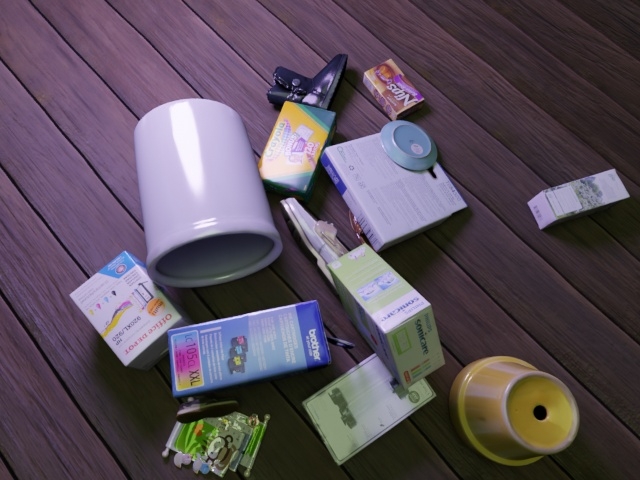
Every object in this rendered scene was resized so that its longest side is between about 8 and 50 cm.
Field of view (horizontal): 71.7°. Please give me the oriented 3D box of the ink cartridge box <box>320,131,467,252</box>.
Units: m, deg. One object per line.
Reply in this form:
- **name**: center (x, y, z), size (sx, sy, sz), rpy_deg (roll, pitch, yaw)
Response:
- **ink cartridge box**: center (0.215, -0.164, 1.288), size (0.329, 0.071, 0.324), rpy_deg (-21, 72, -28)

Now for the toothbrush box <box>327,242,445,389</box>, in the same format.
- **toothbrush box**: center (0.150, 0.170, 1.051), size (0.122, 0.206, 0.283), rpy_deg (-30, 37, -11)

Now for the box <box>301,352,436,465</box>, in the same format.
- **box**: center (0.116, 0.395, 1.102), size (0.289, 0.087, 0.169), rpy_deg (-32, 75, -11)

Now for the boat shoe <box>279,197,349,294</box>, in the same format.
- **boat shoe**: center (0.000, 0.000, 1.229), size (0.103, 0.113, 0.302), rpy_deg (-33, 85, -13)

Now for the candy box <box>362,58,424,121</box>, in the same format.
- **candy box**: center (0.232, -0.481, 1.421), size (0.109, 0.053, 0.187), rpy_deg (-30, 73, -10)

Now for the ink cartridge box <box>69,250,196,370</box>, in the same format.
- **ink cartridge box**: center (-0.462, 0.182, 1.122), size (0.171, 0.168, 0.233), rpy_deg (-42, 77, -14)

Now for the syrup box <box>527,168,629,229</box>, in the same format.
- **syrup box**: center (0.744, -0.118, 1.281), size (0.236, 0.096, 0.093), rpy_deg (-17, 74, -7)

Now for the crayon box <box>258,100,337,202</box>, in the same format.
- **crayon box**: center (-0.071, -0.266, 1.322), size (0.165, 0.081, 0.279), rpy_deg (16, 72, 10)

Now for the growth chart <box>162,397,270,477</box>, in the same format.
- **growth chart**: center (-0.259, 0.492, 1.098), size (0.237, 0.021, 0.172), rpy_deg (13, 71, 6)

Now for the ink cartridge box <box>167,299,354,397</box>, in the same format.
- **ink cartridge box**: center (-0.123, 0.255, 1.049), size (0.394, 0.270, 0.151), rpy_deg (-12, 73, -5)

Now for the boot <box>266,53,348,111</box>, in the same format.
- **boot**: center (-0.041, -0.517, 1.406), size (0.207, 0.094, 0.247), rpy_deg (22, 78, 2)

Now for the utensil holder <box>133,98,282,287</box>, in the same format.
- **utensil holder**: center (-0.302, -0.117, 1.145), size (0.327, 0.328, 0.386), rpy_deg (-15, 70, -6)

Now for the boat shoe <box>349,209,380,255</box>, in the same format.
- **boat shoe**: center (0.131, -0.029, 1.261), size (0.064, 0.060, 0.178), rpy_deg (-16, 72, -6)

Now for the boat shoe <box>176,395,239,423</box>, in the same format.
- **boat shoe**: center (-0.277, 0.406, 1.089), size (0.152, 0.056, 0.049), rpy_deg (-8, 38, -7)

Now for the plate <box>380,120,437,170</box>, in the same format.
- **plate**: center (0.269, -0.291, 1.321), size (0.188, 0.024, 0.188), rpy_deg (9, 59, -15)

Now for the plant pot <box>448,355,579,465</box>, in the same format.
- **plant pot**: center (0.456, 0.394, 1.028), size (0.253, 0.239, 0.254), rpy_deg (0, 72, -1)
